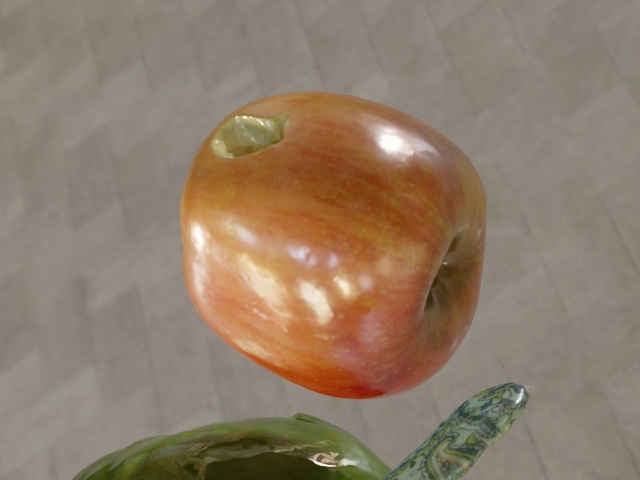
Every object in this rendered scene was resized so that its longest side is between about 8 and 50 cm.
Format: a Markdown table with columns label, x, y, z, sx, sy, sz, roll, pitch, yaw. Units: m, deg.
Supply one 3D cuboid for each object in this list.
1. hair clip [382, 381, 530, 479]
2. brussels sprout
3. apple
| label | x | y | z | sx | sy | sz | roll | pitch | yaw |
| --- | --- | --- | --- | --- | --- | --- | --- | --- | --- |
| hair clip | 0.035 | 0.160 | 0.811 | 0.229 | 0.036 | 0.066 | -53 | 18 | -15 |
| brussels sprout | -0.094 | 0.294 | 1.356 | 0.315 | 0.276 | 0.371 | -27 | -2 | -29 |
| apple | 0.000 | 0.000 | 1.188 | 0.241 | 0.242 | 0.242 | 14 | 67 | 25 |
